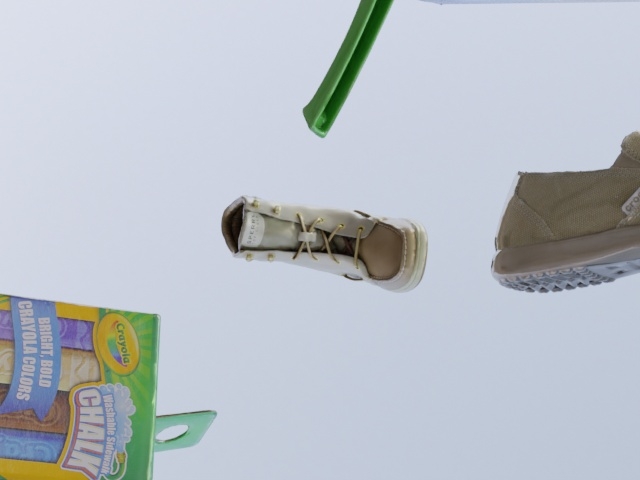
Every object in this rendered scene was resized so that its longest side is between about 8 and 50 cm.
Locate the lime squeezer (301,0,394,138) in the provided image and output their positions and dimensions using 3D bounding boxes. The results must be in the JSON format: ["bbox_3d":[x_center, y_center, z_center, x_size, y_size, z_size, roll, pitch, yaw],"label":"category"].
[{"bbox_3d":[0.090,-0.192,0.659,0.310,0.059,0.110,-38,-145,19],"label":"lime squeezer"}]

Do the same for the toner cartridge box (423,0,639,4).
[{"bbox_3d":[0.159,-0.275,1.199,0.348,0.165,0.075,16,-80,58],"label":"toner cartridge box"}]

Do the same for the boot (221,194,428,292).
[{"bbox_3d":[0.000,0.000,1.266,0.213,0.165,0.077,-165,-95,-66],"label":"boot"}]

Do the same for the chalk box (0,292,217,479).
[{"bbox_3d":[-0.179,0.125,0.836,0.132,0.213,0.132,122,-27,-54],"label":"chalk box"}]

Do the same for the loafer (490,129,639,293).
[{"bbox_3d":[0.238,-0.031,0.843,0.269,0.102,0.092,-12,-103,21],"label":"loafer"}]
